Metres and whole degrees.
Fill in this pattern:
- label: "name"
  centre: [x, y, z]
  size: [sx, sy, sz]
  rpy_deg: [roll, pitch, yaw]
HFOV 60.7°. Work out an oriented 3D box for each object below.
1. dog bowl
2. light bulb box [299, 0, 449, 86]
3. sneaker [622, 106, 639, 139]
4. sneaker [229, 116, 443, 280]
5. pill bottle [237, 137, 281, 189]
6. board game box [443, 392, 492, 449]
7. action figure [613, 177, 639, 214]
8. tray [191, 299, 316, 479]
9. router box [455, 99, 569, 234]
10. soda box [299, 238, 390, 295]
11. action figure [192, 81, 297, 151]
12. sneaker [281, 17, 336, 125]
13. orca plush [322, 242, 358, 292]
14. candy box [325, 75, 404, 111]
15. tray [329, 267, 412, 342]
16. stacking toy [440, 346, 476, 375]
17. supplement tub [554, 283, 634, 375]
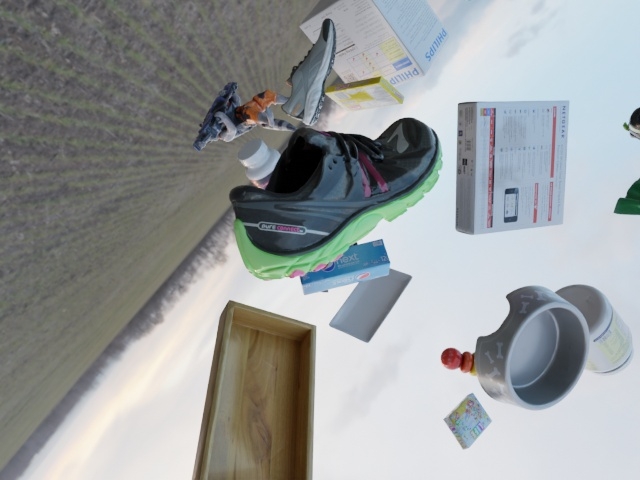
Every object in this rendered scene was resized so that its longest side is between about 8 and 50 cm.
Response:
- label: "dog bowl"
  centre: [0.593, 0.303, 1.501]
  size: [0.349, 0.348, 0.102]
  rpy_deg: [-53, -154, -7]
- label: "light bulb box"
  centre: [0.187, -0.737, 1.921]
  size: [0.357, 0.361, 0.225]
  rpy_deg: [-3, -132, 54]
- label: "sneaker"
  centre: [0.800, -0.230, 1.215]
  size: [0.084, 0.234, 0.097]
  rpy_deg: [-52, 153, -8]
- label: "sneaker"
  centre: [0.046, -0.119, 0.938]
  size: [0.185, 0.202, 0.482]
  rpy_deg: [-5, -154, 48]
- label: "pill bottle"
  centre: [-0.136, -0.182, 1.486]
  size: [0.108, 0.193, 0.108]
  rpy_deg: [-23, -139, 21]
- label: "board game box"
  centre: [0.446, 0.543, 1.649]
  size: [0.154, 0.104, 0.026]
  rpy_deg: [-24, 166, -44]
- label: "action figure"
  centre: [0.785, -0.082, 1.184]
  size: [0.137, 0.063, 0.232]
  rpy_deg: [-49, -150, -14]
- label: "tray"
  centre: [-0.117, 0.323, 1.044]
  size: [0.076, 0.202, 0.411]
  rpy_deg: [-54, -156, 41]
- label: "router box"
  centre: [0.506, -0.195, 1.443]
  size: [0.082, 0.300, 0.336]
  rpy_deg: [-155, -118, -66]
- label: "soda box"
  centre: [0.052, 0.063, 1.273]
  size: [0.209, 0.067, 0.071]
  rpy_deg: [-13, 153, -4]
- label: "action figure"
  centre: [-0.259, -0.366, 1.741]
  size: [0.330, 0.179, 0.342]
  rpy_deg: [-6, -134, 32]
- label: "sneaker"
  centre: [-0.025, -0.441, 1.405]
  size: [0.100, 0.107, 0.272]
  rpy_deg: [-36, 144, -86]
- label: "orca plush"
  centre: [0.043, 0.050, 1.824]
  size: [0.287, 0.151, 0.102]
  rpy_deg: [-59, -165, 5]
- label: "candy box"
  centre: [0.117, -0.394, 1.480]
  size: [0.205, 0.105, 0.027]
  rpy_deg: [6, -104, 47]
- label: "tray"
  centre: [0.155, 0.188, 1.650]
  size: [0.270, 0.145, 0.030]
  rpy_deg: [-51, 144, -29]
- label: "stacking toy"
  centre: [0.640, 0.496, 2.178]
  size: [0.141, 0.330, 0.141]
  rpy_deg: [15, 90, -90]
- label: "supplement tub"
  centre: [0.970, 0.330, 1.971]
  size: [0.235, 0.325, 0.236]
  rpy_deg: [-30, -143, 27]
